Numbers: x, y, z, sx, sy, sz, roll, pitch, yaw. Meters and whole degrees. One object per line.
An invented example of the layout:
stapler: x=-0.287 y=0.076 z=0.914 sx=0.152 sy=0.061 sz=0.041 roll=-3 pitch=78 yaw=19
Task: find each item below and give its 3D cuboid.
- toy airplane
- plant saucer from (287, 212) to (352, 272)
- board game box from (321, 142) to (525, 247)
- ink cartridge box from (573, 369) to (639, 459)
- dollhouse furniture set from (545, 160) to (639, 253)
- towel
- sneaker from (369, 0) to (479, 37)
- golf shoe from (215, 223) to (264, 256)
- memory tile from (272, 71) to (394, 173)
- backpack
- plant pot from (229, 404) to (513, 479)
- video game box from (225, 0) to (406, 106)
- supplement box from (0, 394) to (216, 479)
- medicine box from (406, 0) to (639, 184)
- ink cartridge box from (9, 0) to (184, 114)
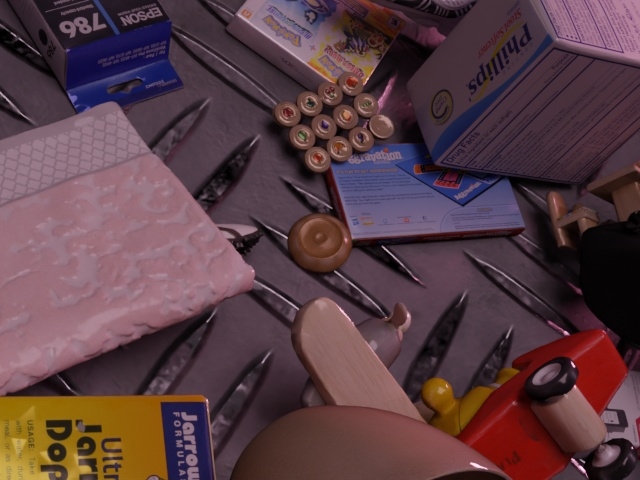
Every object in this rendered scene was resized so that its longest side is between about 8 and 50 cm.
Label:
toy airplane: x=0.134 y=0.266 z=1.341 sx=0.384 sy=0.272 sz=0.386 roll=7 pitch=97 yaw=-11
plant saucer: x=0.000 y=0.000 z=1.524 sx=0.083 sy=0.015 sz=0.083 roll=2 pitch=67 yaw=-5
board game box: x=0.142 y=-0.067 z=1.637 sx=0.281 sy=0.027 sz=0.145 roll=-4 pitch=66 yaw=-27
ink cartridge box: x=0.357 y=0.226 z=1.557 sx=0.150 sy=0.063 sz=0.109 roll=8 pitch=61 yaw=-22
dollhouse furniture set: x=0.466 y=-0.078 z=1.694 sx=0.242 sy=0.212 sz=0.161 roll=19 pitch=54 yaw=-47
towel: x=-0.290 y=-0.004 z=1.316 sx=0.332 sy=0.053 sz=0.317 roll=-23 pitch=58 yaw=-29
sneaker: x=0.174 y=-0.325 z=1.688 sx=0.366 sy=0.210 sz=0.137 roll=2 pitch=62 yaw=-17
golf shoe: x=-0.163 y=-0.008 z=1.428 sx=0.198 sy=0.077 sz=0.094 roll=-12 pitch=69 yaw=-32
memory tile: x=0.019 y=-0.159 z=1.594 sx=0.148 sy=0.012 sz=0.113 roll=-29 pitch=82 yaw=-27
backpack: x=0.565 y=0.087 z=1.594 sx=0.356 sy=0.290 sz=0.273 roll=-9 pitch=105 yaw=-37
plant pot: x=0.018 y=0.264 z=1.103 sx=0.284 sy=0.284 sz=0.191 roll=-14 pitch=39 yaw=-31
video game box: x=-0.003 y=-0.305 z=1.686 sx=0.205 sy=0.048 sz=0.187 roll=35 pitch=57 yaw=-5
supplement box: x=-0.295 y=0.269 z=1.139 sx=0.357 sy=0.194 sz=0.195 roll=3 pitch=63 yaw=-24
medicine box: x=0.315 y=-0.220 z=1.628 sx=0.289 sy=0.263 sz=0.149 roll=5 pitch=54 yaw=-34
ink cartridge box: x=-0.314 y=-0.324 z=1.538 sx=0.165 sy=0.065 sz=0.332 roll=-26 pitch=78 yaw=-35
